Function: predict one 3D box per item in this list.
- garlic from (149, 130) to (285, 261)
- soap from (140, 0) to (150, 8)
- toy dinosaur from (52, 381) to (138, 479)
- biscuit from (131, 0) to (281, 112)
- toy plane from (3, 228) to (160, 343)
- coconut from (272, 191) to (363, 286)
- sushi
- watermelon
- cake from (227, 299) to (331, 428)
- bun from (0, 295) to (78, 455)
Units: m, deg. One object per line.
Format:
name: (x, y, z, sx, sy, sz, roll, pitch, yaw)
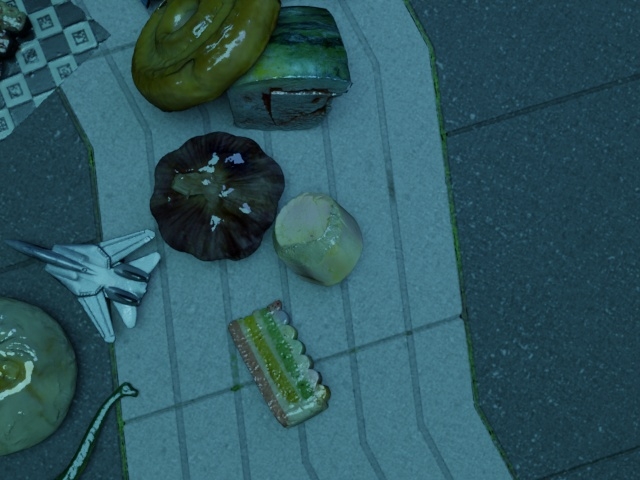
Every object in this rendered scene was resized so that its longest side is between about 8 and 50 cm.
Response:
garlic: (-0.182, -0.078, 1.359, 0.245, 0.160, 0.244, 0, 87, -3)
soap: (-0.241, -0.566, 1.410, 0.293, 0.077, 0.156, -37, 77, -5)
toy dinosaur: (-0.519, 0.443, 1.359, 0.447, 0.087, 0.300, -11, 88, -9)
biscuit: (-0.207, -0.357, 1.323, 0.296, 0.296, 0.102, -51, 134, -4)
toy plane: (-0.433, 0.048, 1.386, 0.267, 0.088, 0.212, 19, 86, 7)
coconut: (0.000, 0.000, 1.373, 0.147, 0.152, 0.147, -12, 60, 21)
sushi: (-0.583, -0.366, 1.413, 0.264, 0.050, 0.290, 42, 86, 0)
watermelon: (-0.060, -0.304, 1.401, 0.213, 0.201, 0.261, -3, 46, -2)
cake: (-0.071, 0.224, 1.386, 0.109, 0.090, 0.225, -30, 88, 1)
bun: (-0.565, 0.238, 1.337, 0.287, 0.146, 0.287, 0, 90, -2)
